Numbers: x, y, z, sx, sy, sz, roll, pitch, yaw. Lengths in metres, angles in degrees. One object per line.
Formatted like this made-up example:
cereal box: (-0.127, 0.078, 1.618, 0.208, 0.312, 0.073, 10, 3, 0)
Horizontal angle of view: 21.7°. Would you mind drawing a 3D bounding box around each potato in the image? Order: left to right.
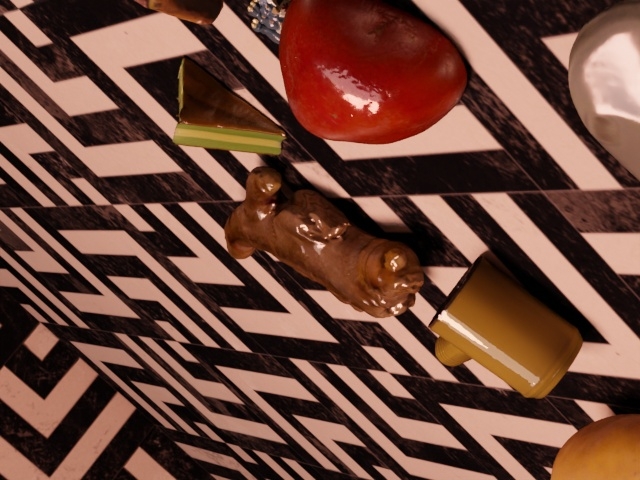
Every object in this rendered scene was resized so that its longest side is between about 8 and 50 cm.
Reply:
potato: (0.326, 0.245, 1.696, 0.150, 0.146, 0.234, 0, 163, -29)

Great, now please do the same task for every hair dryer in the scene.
hair dryer: (0.175, 0.105, 1.746, 0.135, 0.090, 0.278, 35, 168, 0)

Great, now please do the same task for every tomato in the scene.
tomato: (0.030, -0.127, 1.403, 0.166, 0.082, 0.174, 27, 153, 7)

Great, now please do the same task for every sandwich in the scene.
sandwich: (-0.093, -0.140, 1.749, 0.116, 0.074, 0.074, 6, 163, -9)

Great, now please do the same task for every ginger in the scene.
ginger: (0.001, 0.001, 1.811, 0.333, 0.080, 0.166, 30, 146, 42)

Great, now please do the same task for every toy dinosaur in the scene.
toy dinosaur: (-0.036, -0.195, 1.472, 0.047, 0.030, 0.083, 33, 162, 19)

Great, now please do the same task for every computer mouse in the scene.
computer mouse: (0.301, -0.055, 1.101, 0.331, 0.095, 0.197, 39, 165, -32)

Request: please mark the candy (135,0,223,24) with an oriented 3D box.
candy: (-0.131, -0.284, 1.340, 0.143, 0.101, 0.271, 29, 155, 6)
